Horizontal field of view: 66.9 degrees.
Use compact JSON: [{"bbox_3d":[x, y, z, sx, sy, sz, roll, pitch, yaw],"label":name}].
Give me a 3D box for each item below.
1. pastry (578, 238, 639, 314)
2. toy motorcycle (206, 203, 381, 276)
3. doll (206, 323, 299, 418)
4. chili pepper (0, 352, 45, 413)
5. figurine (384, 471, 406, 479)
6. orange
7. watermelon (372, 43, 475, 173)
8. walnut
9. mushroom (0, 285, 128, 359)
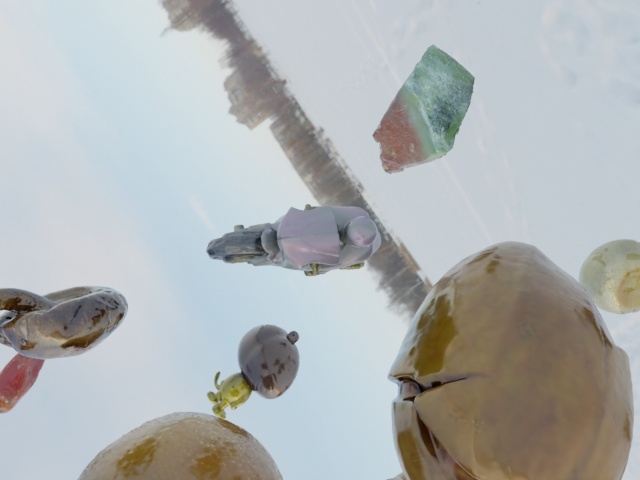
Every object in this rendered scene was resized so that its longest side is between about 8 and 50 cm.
[{"bbox_3d":[0.608,0.075,0.980,0.156,0.156,0.092,52,179,-23],"label":"pastry"},{"bbox_3d":[0.000,0.000,0.513,0.225,0.152,0.073,0,-98,-59],"label":"toy motorcycle"},{"bbox_3d":[-0.117,0.227,0.867,0.096,0.188,0.145,50,-162,-37],"label":"doll"},{"bbox_3d":[-0.536,0.245,0.847,0.059,0.050,0.191,62,-152,-34],"label":"chili pepper"},{"bbox_3d":[0.137,0.607,0.858,0.268,0.387,0.401,26,-175,-5],"label":"figurine"},{"bbox_3d":[-0.159,0.341,0.561,0.274,0.274,0.274,53,-173,-10],"label":"orange"},{"bbox_3d":[0.179,-0.238,1.000,0.140,0.193,0.257,32,155,-11],"label":"watermelon"},{"bbox_3d":[0.181,0.119,0.471,0.209,0.209,0.336,52,-137,-18],"label":"walnut"},{"bbox_3d":[-0.301,0.090,0.535,0.171,0.135,0.080,2,-99,-51],"label":"mushroom"}]
